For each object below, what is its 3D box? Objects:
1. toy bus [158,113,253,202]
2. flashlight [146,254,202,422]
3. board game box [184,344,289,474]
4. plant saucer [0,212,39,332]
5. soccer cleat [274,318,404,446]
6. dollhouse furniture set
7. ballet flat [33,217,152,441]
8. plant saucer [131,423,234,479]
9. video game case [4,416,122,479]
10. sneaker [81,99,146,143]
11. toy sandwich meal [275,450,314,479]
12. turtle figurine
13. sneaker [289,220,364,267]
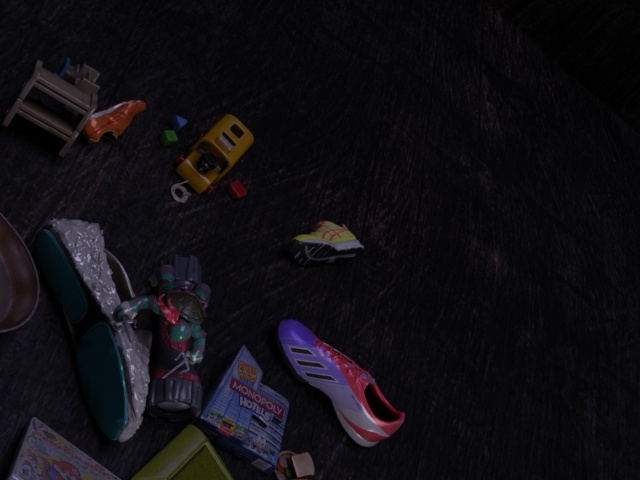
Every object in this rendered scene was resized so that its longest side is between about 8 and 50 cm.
[{"bbox_3d":[-0.222,-0.180,2.216,0.190,0.104,0.202,7,57,-40],"label":"toy bus"},{"bbox_3d":[-0.257,0.170,1.917,0.103,0.103,0.304,0,59,0],"label":"flashlight"},{"bbox_3d":[-0.138,0.303,1.975,0.194,0.060,0.194,33,44,-22],"label":"board game box"},{"bbox_3d":[-0.589,0.027,1.700,0.310,0.050,0.311,41,25,-23],"label":"plant saucer"},{"bbox_3d":[0.039,0.269,2.125,0.318,0.116,0.108,50,39,-3],"label":"soccer cleat"},{"bbox_3d":[-0.509,-0.269,2.016,0.129,0.129,0.184,31,20,-24],"label":"dollhouse furniture set"},{"bbox_3d":[-0.360,0.135,1.817,0.147,0.147,0.409,-8,68,-47],"label":"ballet flat"},{"bbox_3d":[-0.207,0.427,1.797,0.188,0.045,0.188,58,35,-6],"label":"plant saucer"},{"bbox_3d":[-0.372,0.384,1.631,0.227,0.026,0.206,40,7,-14],"label":"video game case"},{"bbox_3d":[-0.413,-0.237,2.123,0.175,0.064,0.067,-35,108,-46],"label":"sneaker"},{"bbox_3d":[-0.048,0.428,1.991,0.085,0.029,0.086,25,47,-29],"label":"toy sandwich meal"},{"bbox_3d":[-0.243,0.130,1.782,0.175,0.118,0.234,48,16,-20],"label":"turtle figurine"},{"bbox_3d":[0.000,0.000,2.328,0.208,0.081,0.094,3,53,-50],"label":"sneaker"}]
